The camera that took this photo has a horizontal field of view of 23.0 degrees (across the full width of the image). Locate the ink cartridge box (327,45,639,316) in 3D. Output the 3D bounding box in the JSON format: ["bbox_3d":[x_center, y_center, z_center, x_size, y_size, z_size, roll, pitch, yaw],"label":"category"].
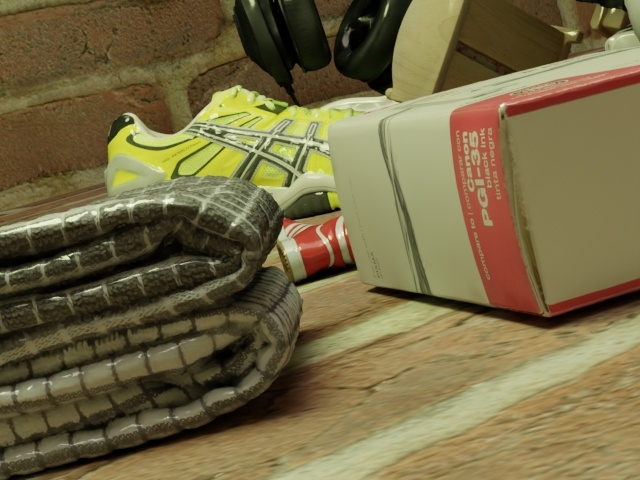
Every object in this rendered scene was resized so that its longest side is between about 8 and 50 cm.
[{"bbox_3d":[0.147,-0.044,0.940,0.207,0.117,0.283,-16,7,-17],"label":"ink cartridge box"}]

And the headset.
[{"bbox_3d":[0.011,-0.245,1.743,0.243,0.394,0.185,4,31,-13],"label":"headset"}]

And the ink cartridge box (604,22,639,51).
[{"bbox_3d":[0.387,-0.167,1.480,0.197,0.114,0.273,-11,7,18],"label":"ink cartridge box"}]

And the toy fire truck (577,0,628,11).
[{"bbox_3d":[0.380,-0.278,1.426,0.246,0.158,0.217,5,11,-10],"label":"toy fire truck"}]

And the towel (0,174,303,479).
[{"bbox_3d":[-0.155,0.041,0.846,0.284,0.121,0.235,-14,6,1],"label":"towel"}]

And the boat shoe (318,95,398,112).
[{"bbox_3d":[0.092,-0.123,1.940,0.319,0.116,0.099,-23,-37,-7],"label":"boat shoe"}]

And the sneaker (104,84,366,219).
[{"bbox_3d":[-0.047,-0.097,1.650,0.385,0.147,0.145,-12,5,2],"label":"sneaker"}]

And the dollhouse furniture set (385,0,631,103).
[{"bbox_3d":[0.168,-0.202,1.606,0.174,0.355,0.303,19,-1,43],"label":"dollhouse furniture set"}]

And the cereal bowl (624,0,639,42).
[{"bbox_3d":[0.369,-0.152,1.042,0.339,0.141,0.339,5,-18,2],"label":"cereal bowl"}]

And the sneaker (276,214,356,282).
[{"bbox_3d":[0.000,0.000,1.197,0.067,0.042,0.118,-18,15,-3],"label":"sneaker"}]
